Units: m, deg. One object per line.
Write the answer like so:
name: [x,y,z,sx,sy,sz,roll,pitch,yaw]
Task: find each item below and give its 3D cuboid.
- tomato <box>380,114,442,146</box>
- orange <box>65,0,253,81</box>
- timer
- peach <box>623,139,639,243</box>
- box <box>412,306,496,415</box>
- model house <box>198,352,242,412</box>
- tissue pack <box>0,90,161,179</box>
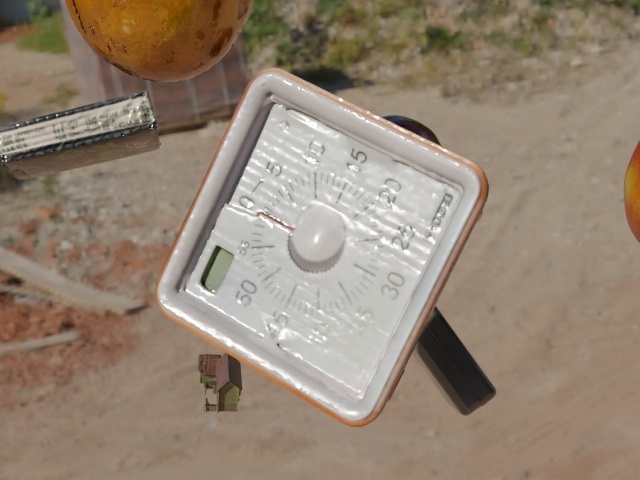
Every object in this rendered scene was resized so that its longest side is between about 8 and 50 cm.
tomato: [0.101,-0.092,1.690,0.136,0.195,0.195,26,-6,-34]
orange: [-0.195,-0.313,1.391,0.240,0.240,0.240,-8,15,2]
timer: [0.000,0.000,1.072,0.250,0.257,0.161,26,7,7]
peach: [0.493,-0.083,1.486,0.196,0.226,0.190,-18,48,-21]
box: [0.120,0.101,1.404,0.055,0.244,0.103,-36,5,-4]
model house: [-0.131,0.176,1.489,0.057,0.058,0.083,2,35,-6]
tissue pack: [-0.363,-0.154,1.720,0.235,0.073,0.173,-15,-4,-7]
